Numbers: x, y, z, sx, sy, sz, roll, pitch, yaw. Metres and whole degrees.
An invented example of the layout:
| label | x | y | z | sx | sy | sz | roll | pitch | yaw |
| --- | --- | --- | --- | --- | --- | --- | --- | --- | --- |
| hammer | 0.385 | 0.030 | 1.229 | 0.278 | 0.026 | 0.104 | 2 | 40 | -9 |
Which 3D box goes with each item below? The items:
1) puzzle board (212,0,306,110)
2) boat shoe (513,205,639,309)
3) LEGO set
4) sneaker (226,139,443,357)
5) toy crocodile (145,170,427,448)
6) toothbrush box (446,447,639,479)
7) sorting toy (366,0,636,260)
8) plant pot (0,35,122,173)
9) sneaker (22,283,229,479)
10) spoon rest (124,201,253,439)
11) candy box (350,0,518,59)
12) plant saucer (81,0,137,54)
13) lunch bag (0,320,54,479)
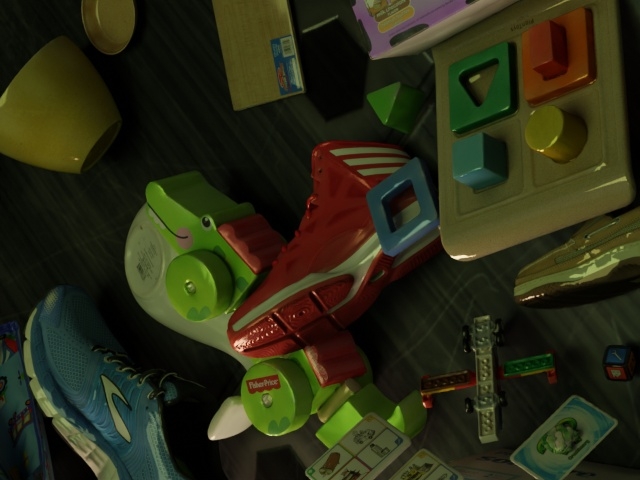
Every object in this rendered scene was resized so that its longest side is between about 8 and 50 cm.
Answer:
| label | x | y | z | sx | sy | sz | roll | pitch | yaw |
| --- | --- | --- | --- | --- | --- | --- | --- | --- | --- |
| puzzle board | -0.057 | -0.189 | 1.797 | 0.096 | 0.011 | 0.128 | -10 | 91 | 45 |
| boat shoe | 0.228 | 0.000 | 1.517 | 0.190 | 0.068 | 0.072 | -20 | 71 | 36 |
| LEGO set | 0.135 | 0.156 | 1.548 | 0.182 | 0.244 | 0.060 | 32 | 158 | 42 |
| sneaker | 0.000 | 0.000 | 1.690 | 0.221 | 0.087 | 0.128 | -31 | 57 | 1 |
| toy crocodile | -0.038 | 0.064 | 1.758 | 0.340 | 0.115 | 0.105 | 53 | 129 | 21 |
| toothbrush box | 0.192 | 0.330 | 1.570 | 0.216 | 0.126 | 0.296 | 5 | 101 | 45 |
| sorting toy | 0.155 | -0.101 | 1.521 | 0.347 | 0.047 | 0.196 | -21 | 63 | 38 |
| plant pot | -0.254 | -0.120 | 1.942 | 0.095 | 0.134 | 0.134 | 37 | 127 | 5 |
| sneaker | -0.170 | 0.165 | 1.927 | 0.147 | 0.130 | 0.330 | -46 | 64 | 21 |
| spoon rest | -0.113 | 0.067 | 1.874 | 0.137 | 0.084 | 0.276 | -56 | 46 | 35 |
| candy box | 0.084 | -0.265 | 1.540 | 0.165 | 0.070 | 0.196 | -25 | 81 | 38 |
| plant saucer | -0.204 | -0.225 | 1.936 | 0.083 | 0.015 | 0.083 | 12 | 107 | 44 |
| lunch bag | -0.313 | 0.262 | 1.978 | 0.293 | 0.138 | 0.221 | -130 | 32 | -48 |
